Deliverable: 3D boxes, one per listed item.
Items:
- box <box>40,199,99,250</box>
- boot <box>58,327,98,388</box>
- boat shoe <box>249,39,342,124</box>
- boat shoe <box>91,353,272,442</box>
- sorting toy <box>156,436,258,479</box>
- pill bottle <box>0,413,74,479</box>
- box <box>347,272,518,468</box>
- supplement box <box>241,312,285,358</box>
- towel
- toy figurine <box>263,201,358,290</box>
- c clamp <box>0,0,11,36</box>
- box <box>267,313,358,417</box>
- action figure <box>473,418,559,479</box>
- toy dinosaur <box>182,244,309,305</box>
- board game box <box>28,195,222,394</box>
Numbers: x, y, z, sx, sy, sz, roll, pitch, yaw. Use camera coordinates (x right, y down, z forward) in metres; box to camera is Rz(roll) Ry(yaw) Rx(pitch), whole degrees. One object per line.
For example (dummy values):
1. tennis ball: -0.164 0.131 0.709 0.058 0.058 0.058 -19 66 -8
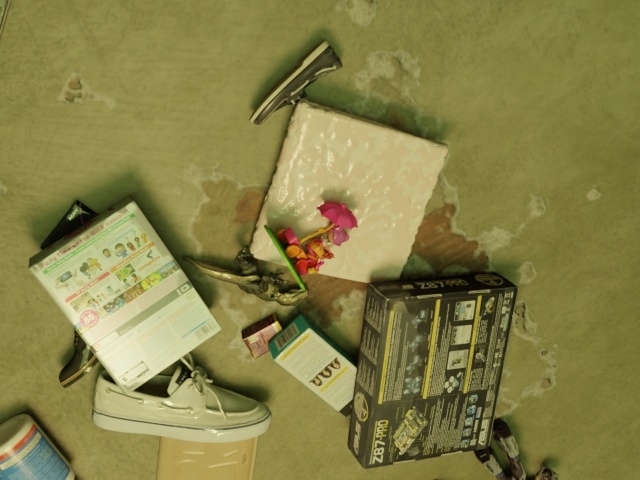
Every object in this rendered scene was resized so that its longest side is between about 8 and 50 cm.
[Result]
1. box: -0.440 0.014 1.523 0.162 0.029 0.116 37 99 -18
2. boot: -0.482 0.181 1.559 0.137 0.077 0.198 43 85 -15
3. boat shoe: -0.045 -0.280 1.459 0.206 0.075 0.065 -44 107 3
4. boat shoe: -0.278 0.308 1.608 0.367 0.136 0.156 7 105 -1
5. sorting toy: -0.247 0.468 1.713 0.208 0.038 0.193 7 108 -7
6. pill bottle: -0.586 0.476 1.611 0.124 0.124 0.221 -30 110 2
7. box: 0.234 0.272 1.650 0.318 0.097 0.395 -4 112 -25
8. supplement box: -0.115 0.198 1.631 0.083 0.043 0.055 -27 112 0
9. towel: 0.054 -0.082 1.541 0.317 0.053 0.331 13 113 -15
10. toy figurine: 0.000 0.000 1.495 0.159 0.130 0.173 -31 139 -3
11. c clamp: -0.613 -0.396 1.354 0.137 0.022 0.160 25 104 -16
12. box: 0.009 0.264 1.640 0.100 0.060 0.244 -42 122 5
13. action figure: 0.447 0.555 1.820 0.185 0.099 0.285 -36 115 -5
14. toy dinosaur: -0.136 0.071 1.552 0.268 0.064 0.118 23 148 -15
15. board game box: -0.366 0.103 1.486 0.224 0.097 0.303 -34 109 -10
